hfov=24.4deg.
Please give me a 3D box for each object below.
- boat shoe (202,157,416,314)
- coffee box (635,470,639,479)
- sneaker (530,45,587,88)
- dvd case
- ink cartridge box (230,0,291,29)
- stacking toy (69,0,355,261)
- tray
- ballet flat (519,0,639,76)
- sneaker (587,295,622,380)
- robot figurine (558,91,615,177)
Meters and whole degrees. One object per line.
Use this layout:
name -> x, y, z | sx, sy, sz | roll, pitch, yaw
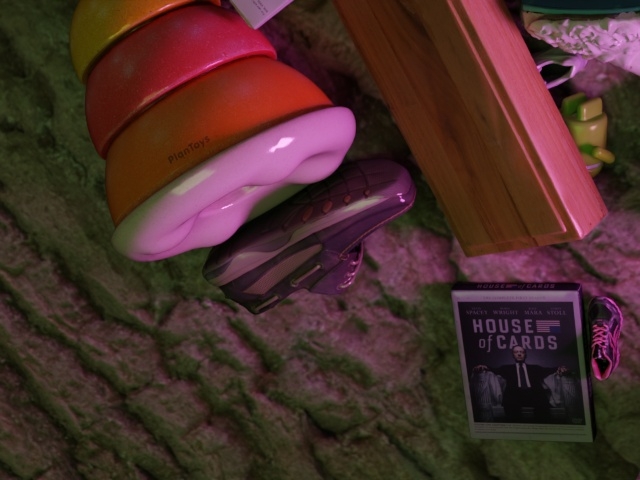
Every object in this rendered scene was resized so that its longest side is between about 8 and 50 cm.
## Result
boat shoe -> 0.000, 0.000, 2.029 | 0.355, 0.132, 0.130 | -24, 117, 36
coffee box -> 0.615, 0.358, 1.811 | 0.334, 0.337, 0.338 | -18, 108, 37
sneaker -> 0.258, -0.207, 1.851 | 0.152, 0.061, 0.054 | -20, 108, 29
dvd case -> 0.281, 0.170, 2.049 | 0.179, 0.029, 0.239 | -1, 115, 21
ink cartridge box -> -0.013, -0.366, 1.820 | 0.208, 0.153, 0.087 | -35, 99, 30
stacking toy -> -0.202, -0.244, 1.915 | 0.350, 0.350, 0.480 | -32, 83, 30
tray -> 0.178, -0.178, 1.846 | 0.202, 0.076, 0.411 | -11, 112, 50
ballet flat -> 0.431, -0.248, 1.715 | 0.408, 0.147, 0.147 | -5, 113, 24
sneaker -> 0.376, 0.133, 1.978 | 0.047, 0.057, 0.119 | 1, 114, 23
robot figurine -> 0.325, -0.125, 1.862 | 0.101, 0.067, 0.115 | 25, 127, 39
